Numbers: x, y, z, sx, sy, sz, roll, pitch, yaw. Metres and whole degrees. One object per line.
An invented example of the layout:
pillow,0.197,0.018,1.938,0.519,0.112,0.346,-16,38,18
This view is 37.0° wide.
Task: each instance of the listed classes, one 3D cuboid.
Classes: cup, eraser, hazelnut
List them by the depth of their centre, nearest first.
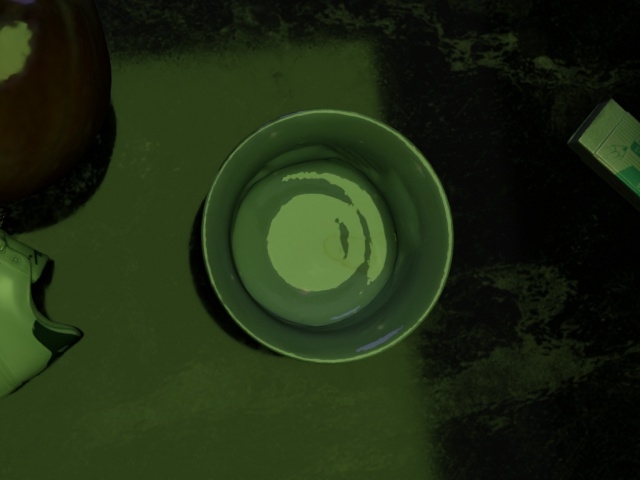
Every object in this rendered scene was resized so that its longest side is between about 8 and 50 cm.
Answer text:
hazelnut,-0.422,-0.220,1.216,0.315,0.372,0.372,-13,87,-51
cup,0.000,0.000,1.359,0.347,0.163,0.347,1,84,-10
eraser,0.508,-0.116,1.521,0.225,0.052,0.095,41,82,-6

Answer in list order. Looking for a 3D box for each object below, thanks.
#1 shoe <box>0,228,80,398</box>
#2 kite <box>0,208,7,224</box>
shoe,-0.458,0.024,1.281,0.160,0.132,0.362,-30,100,-14
kite,-0.532,-0.019,1.333,0.183,0.014,0.241,-26,96,-15
